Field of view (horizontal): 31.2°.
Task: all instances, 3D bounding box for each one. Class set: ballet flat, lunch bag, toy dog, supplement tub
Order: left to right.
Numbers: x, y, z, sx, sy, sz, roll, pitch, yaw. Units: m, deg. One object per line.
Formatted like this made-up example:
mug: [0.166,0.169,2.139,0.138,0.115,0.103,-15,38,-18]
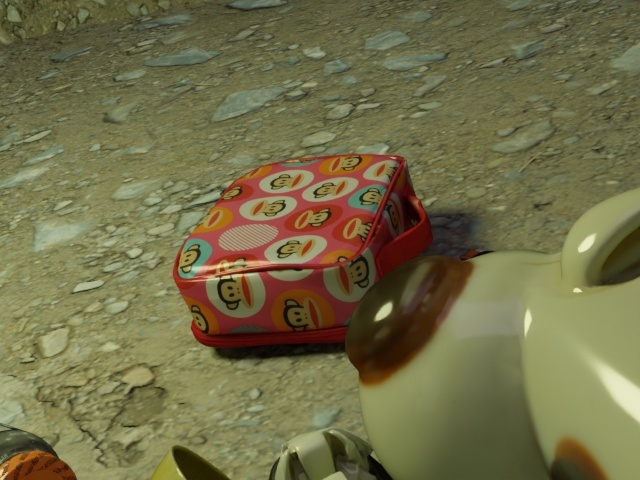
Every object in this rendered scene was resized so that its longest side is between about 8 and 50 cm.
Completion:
supplement tub: [-0.305,0.215,1.007,0.190,0.117,0.117,7,34,41]
lunch bag: [0.000,0.000,1.264,0.258,0.120,0.293,-6,26,22]
ballet flat: [0.021,0.198,0.859,0.095,0.096,0.280,-24,25,-13]
toy dog: [0.213,0.123,0.749,0.408,0.285,0.395,8,52,45]

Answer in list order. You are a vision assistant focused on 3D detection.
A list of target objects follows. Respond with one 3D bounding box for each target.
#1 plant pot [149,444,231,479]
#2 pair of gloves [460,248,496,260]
plant pot: [-0.093,0.232,0.845,0.095,0.134,0.134,-47,28,-1]
pair of gloves: [0.167,0.032,1.221,0.074,0.010,0.083,6,30,44]
